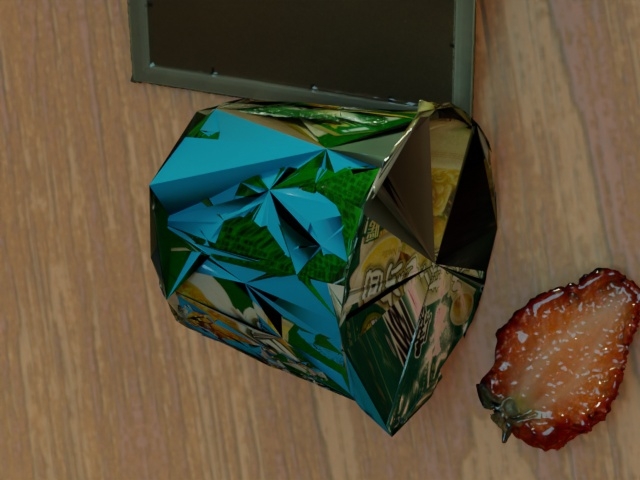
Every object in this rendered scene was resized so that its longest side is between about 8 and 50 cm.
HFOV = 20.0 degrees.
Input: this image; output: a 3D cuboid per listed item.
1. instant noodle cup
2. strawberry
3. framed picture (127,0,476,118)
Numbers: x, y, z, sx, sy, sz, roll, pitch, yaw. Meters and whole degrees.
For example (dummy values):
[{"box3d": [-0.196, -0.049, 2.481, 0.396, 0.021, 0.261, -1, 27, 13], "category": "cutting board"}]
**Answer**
[{"box3d": [0.000, 0.000, 1.320, 0.178, 0.240, 0.240, 13, 94, 28], "category": "instant noodle cup"}, {"box3d": [0.181, 0.089, 1.337, 0.152, 0.048, 0.104, -45, 68, -2], "category": "strawberry"}, {"box3d": [-0.018, -0.208, 1.379, 0.293, 0.018, 0.231, 11, 120, 20], "category": "framed picture"}]
